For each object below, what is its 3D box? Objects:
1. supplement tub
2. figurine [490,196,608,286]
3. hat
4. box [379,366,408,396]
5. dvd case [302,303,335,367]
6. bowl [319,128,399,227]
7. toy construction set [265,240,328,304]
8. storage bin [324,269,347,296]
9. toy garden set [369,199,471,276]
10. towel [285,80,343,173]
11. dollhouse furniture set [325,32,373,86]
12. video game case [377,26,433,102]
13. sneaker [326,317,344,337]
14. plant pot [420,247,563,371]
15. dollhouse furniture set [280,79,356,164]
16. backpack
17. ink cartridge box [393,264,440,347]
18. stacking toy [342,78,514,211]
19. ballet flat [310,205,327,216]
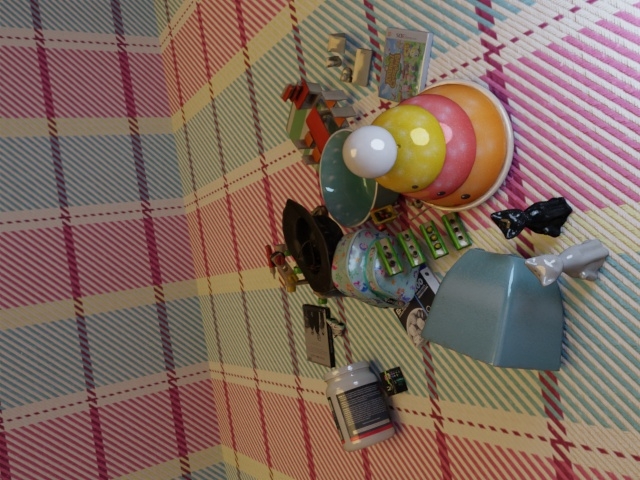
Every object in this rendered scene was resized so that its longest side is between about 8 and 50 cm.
[{"bbox_3d":[0.130,0.575,2.038,0.191,0.191,0.272,-42,61,53],"label":"supplement tub"},{"bbox_3d":[0.503,0.006,1.303,0.215,0.209,0.092,61,143,29],"label":"figurine"},{"bbox_3d":[0.000,0.000,1.896,0.331,0.134,0.331,52,153,39],"label":"hat"},{"bbox_3d":[0.245,0.474,1.965,0.062,0.052,0.083,-42,62,52],"label":"box"},{"bbox_3d":[-0.010,0.383,2.370,0.179,0.030,0.238,0,98,58],"label":"dvd case"},{"bbox_3d":[0.146,-0.201,1.868,0.311,0.163,0.311,19,112,56],"label":"bowl"},{"bbox_3d":[-0.078,0.133,2.222,0.309,0.257,0.237,4,108,47],"label":"toy construction set"},{"bbox_3d":[0.083,0.148,2.084,0.098,0.135,0.091,-31,61,56],"label":"storage bin"},{"bbox_3d":[0.268,-0.037,1.647,0.049,0.244,0.203,68,-179,-69],"label":"toy garden set"},{"bbox_3d":[-0.030,-0.427,2.220,0.325,0.038,0.248,52,137,37],"label":"towel"},{"bbox_3d":[0.112,-0.606,1.961,0.151,0.123,0.144,17,116,18],"label":"dollhouse furniture set"},{"bbox_3d":[0.250,-0.522,1.763,0.193,0.023,0.212,34,125,50],"label":"video game case"},{"bbox_3d":[0.053,0.341,2.251,0.098,0.038,0.069,26,117,54],"label":"sneaker"},{"bbox_3d":[0.436,0.156,1.428,0.247,0.248,0.252,15,93,56],"label":"plant pot"},{"bbox_3d":[-0.028,-0.429,2.052,0.262,0.135,0.259,-53,54,48],"label":"dollhouse furniture set"},{"bbox_3d":[0.168,0.081,1.762,0.191,0.253,0.225,-20,52,64],"label":"backpack"},{"bbox_3d":[0.303,0.190,1.818,0.208,0.045,0.206,61,142,33],"label":"ink cartridge box"},{"bbox_3d":[0.214,-0.220,1.423,0.351,0.480,0.350,11,107,42],"label":"stacking toy"},{"bbox_3d":[-0.036,-0.035,2.292,0.084,0.058,0.250,57,140,35],"label":"ballet flat"}]
